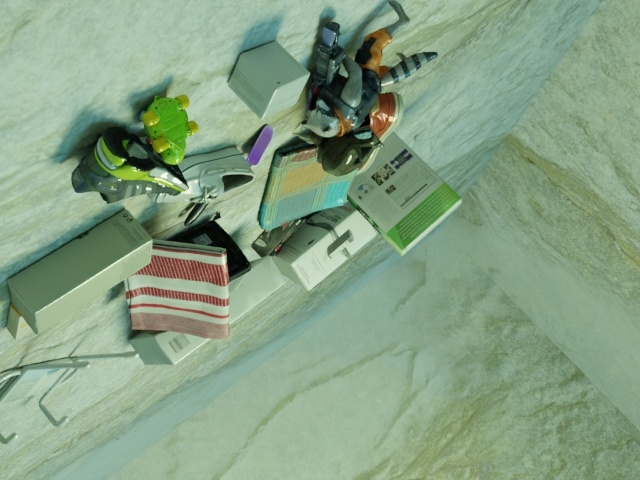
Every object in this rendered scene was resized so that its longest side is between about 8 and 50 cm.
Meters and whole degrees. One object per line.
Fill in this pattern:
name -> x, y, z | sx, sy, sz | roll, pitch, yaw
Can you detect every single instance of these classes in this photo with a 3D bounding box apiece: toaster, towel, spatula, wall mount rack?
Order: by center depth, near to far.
towel -> -0.323, 0.114, 1.978 | 0.329, 0.237, 0.037 | 96, 0, -51
spatula -> -0.206, -0.141, 1.991 | 0.296, 0.030, 0.084 | -44, 168, 6
wall mount rack -> -0.615, 0.337, 2.089 | 0.304, 0.130, 0.350 | -46, 167, 14
toaster -> -0.273, 0.053, 2.112 | 0.186, 0.168, 0.110 | -30, 164, -40
towel -> -0.019, -0.156, 2.303 | 0.272, 0.040, 0.370 | -19, 159, -20

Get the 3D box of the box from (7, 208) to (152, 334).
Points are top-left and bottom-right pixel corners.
box -> -0.468, 0.060, 1.737 | 0.275, 0.094, 0.113 | -34, 164, -29

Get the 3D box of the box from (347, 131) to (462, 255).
box -> 0.210, -0.146, 2.518 | 0.232, 0.322, 0.058 | -40, 163, -7

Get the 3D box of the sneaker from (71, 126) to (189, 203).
sneaker -> -0.338, -0.122, 1.576 | 0.121, 0.111, 0.300 | -32, 165, 13

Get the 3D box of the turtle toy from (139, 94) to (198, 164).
turtle toy -> -0.267, -0.192, 1.538 | 0.095, 0.066, 0.130 | -34, 121, -33

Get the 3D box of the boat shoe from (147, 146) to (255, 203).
boat shoe -> -0.240, -0.119, 1.838 | 0.268, 0.088, 0.096 | -24, 157, -53

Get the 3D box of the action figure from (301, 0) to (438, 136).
action figure -> 0.088, -0.353, 1.884 | 0.330, 0.179, 0.341 | -49, 169, -14

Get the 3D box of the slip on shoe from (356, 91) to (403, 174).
slip on shoe -> 0.109, -0.281, 2.326 | 0.101, 0.123, 0.331 | 3, 153, -20

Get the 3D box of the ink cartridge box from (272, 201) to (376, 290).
ink cartridge box -> 0.000, 0.000, 2.616 | 0.273, 0.114, 0.197 | -39, -152, -14

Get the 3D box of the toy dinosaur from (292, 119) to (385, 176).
toy dinosaur -> 0.058, -0.198, 2.002 | 0.160, 0.121, 0.313 | -36, -150, 8

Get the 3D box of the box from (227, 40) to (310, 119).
box -> -0.097, -0.302, 1.658 | 0.102, 0.101, 0.087 | -33, 163, -40

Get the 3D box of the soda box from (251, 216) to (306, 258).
soda box -> -0.119, -0.022, 2.527 | 0.169, 0.060, 0.053 | -48, 167, 17

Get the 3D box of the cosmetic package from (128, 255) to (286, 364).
cosmetic package -> -0.308, 0.191, 2.372 | 0.377, 0.097, 0.284 | -36, -174, -26

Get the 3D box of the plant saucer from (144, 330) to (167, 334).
plant saucer -> -0.332, 0.146, 2.243 | 0.278, 0.041, 0.278 | -26, -164, 8

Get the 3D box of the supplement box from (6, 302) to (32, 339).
supplement box -> -0.594, 0.151, 1.781 | 0.062, 0.036, 0.098 | -32, 162, -39
